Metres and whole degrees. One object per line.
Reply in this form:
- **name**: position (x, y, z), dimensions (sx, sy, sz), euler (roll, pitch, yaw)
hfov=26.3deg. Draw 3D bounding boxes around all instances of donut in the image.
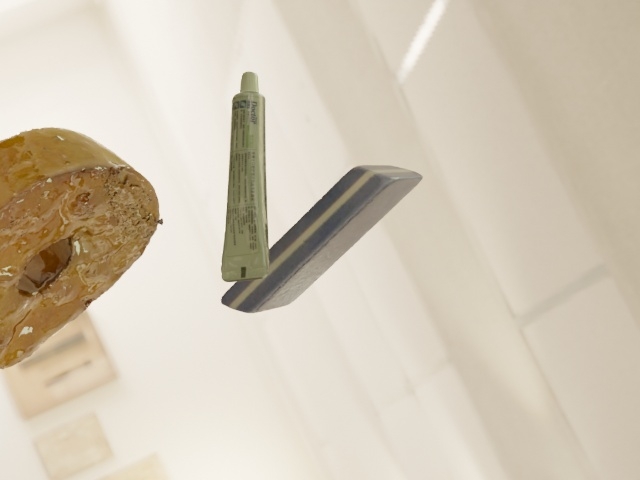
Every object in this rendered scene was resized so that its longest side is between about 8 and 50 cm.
- **donut**: position (-0.302, 0.002, 1.400), dimensions (0.108, 0.278, 0.277), euler (46, -20, 27)

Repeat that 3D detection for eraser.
- **eraser**: position (0.000, 0.000, 1.311), dimensions (0.036, 0.225, 0.082), euler (54, 27, 16)

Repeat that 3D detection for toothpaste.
- **toothpaste**: position (-0.066, -0.059, 1.228), dimensions (0.029, 0.048, 0.197), euler (28, 59, -59)
